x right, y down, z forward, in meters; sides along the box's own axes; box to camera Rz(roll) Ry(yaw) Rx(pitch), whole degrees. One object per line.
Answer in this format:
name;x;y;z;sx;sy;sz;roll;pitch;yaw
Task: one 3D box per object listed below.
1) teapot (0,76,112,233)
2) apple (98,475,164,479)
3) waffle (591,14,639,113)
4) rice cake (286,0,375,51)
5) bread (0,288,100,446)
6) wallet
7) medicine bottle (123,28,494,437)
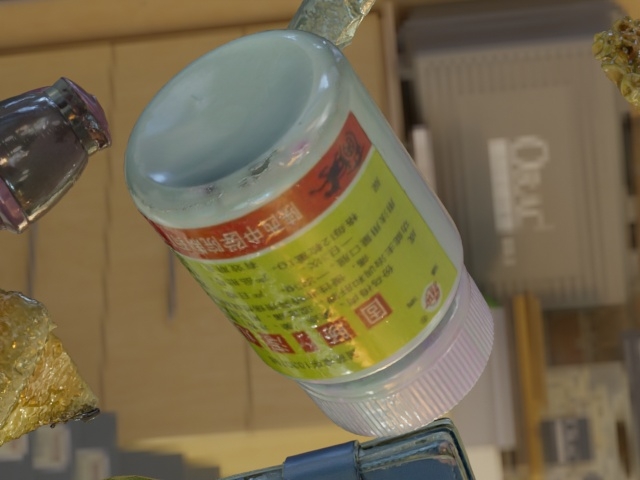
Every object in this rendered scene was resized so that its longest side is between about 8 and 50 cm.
teapot;-0.265;-0.084;1.573;0.116;0.146;0.148;55;-11;-5
apple;-0.191;0.399;1.695;0.338;0.338;0.305;65;14;-71
waffle;0.333;-0.143;1.616;0.191;0.038;0.191;30;33;-23
rice cake;-0.001;-0.192;1.582;0.336;0.063;0.066;-57;-169;41
bread;-0.289;0.136;1.517;0.169;0.140;0.160;-63;155;-13
wallet;0.019;0.214;1.204;0.059;0.202;0.141;-48;119;-77
medicine bottle;0.000;0.000;0.962;0.225;0.139;0.139;54;27;-40
